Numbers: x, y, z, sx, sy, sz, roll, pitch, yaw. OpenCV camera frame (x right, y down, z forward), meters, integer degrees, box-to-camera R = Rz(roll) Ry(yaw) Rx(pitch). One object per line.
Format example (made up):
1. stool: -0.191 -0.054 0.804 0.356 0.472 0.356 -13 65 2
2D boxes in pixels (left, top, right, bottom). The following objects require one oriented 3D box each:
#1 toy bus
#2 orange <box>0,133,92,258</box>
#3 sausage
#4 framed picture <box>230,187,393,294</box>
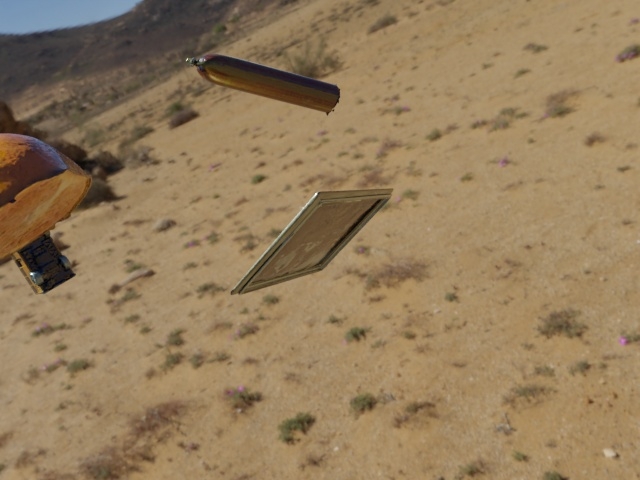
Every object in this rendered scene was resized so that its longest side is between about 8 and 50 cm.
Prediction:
1. toy bus: -0.714 0.029 1.624 0.098 0.201 0.114 -36 14 -35
2. orange: -0.547 -0.067 1.164 0.274 0.274 0.310 -26 34 -7
3. sausage: -0.132 -0.366 1.502 0.372 0.082 0.082 9 4 -28
4. framed picture: 0.000 0.000 1.103 0.232 0.019 0.296 -48 -17 24
